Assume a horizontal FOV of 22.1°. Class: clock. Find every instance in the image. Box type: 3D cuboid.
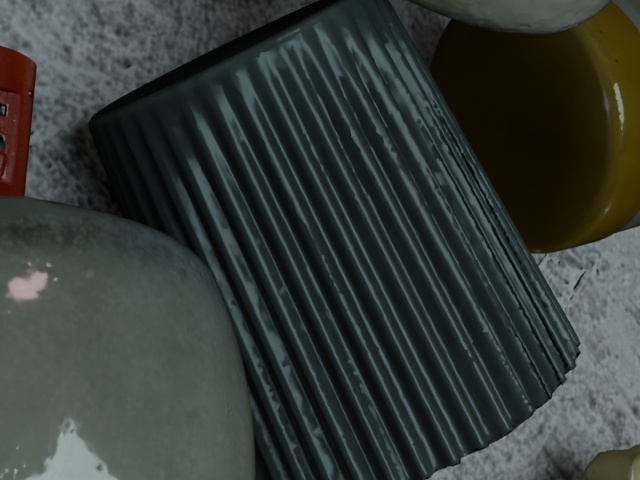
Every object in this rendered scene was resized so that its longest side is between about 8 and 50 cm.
[{"bbox_3d":[-0.265,-0.070,1.211,0.113,0.061,0.155,9,80,-35],"label":"clock"}]

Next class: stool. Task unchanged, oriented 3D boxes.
[{"bbox_3d":[0.000,0.000,1.272,0.297,0.297,0.330,-33,102,-33],"label":"stool"}]

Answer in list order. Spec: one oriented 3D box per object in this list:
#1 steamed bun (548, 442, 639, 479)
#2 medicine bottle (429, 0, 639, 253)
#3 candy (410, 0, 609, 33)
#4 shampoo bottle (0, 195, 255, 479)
[{"bbox_3d":[0.294,0.336,1.561,0.295,0.137,0.292,-27,103,-40],"label":"steamed bun"},{"bbox_3d":[0.255,-0.124,1.485,0.232,0.238,0.238,-14,96,-37],"label":"medicine bottle"},{"bbox_3d":[0.076,-0.341,1.272,0.427,0.186,0.386,11,59,-41],"label":"candy"},{"bbox_3d":[-0.201,0.134,1.086,0.322,0.322,0.317,18,70,-34],"label":"shampoo bottle"}]
